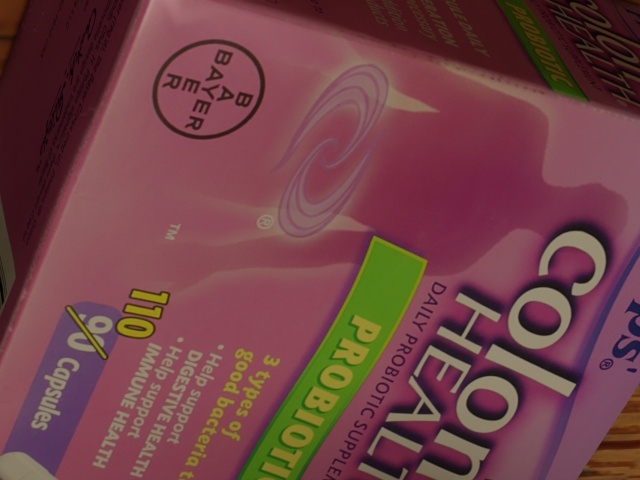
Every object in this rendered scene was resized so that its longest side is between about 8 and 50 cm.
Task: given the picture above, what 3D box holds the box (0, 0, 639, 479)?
[{"bbox_3d":[0.000,0.000,0.623,0.243,0.117,0.213,13,120,-26],"label":"box"}]
